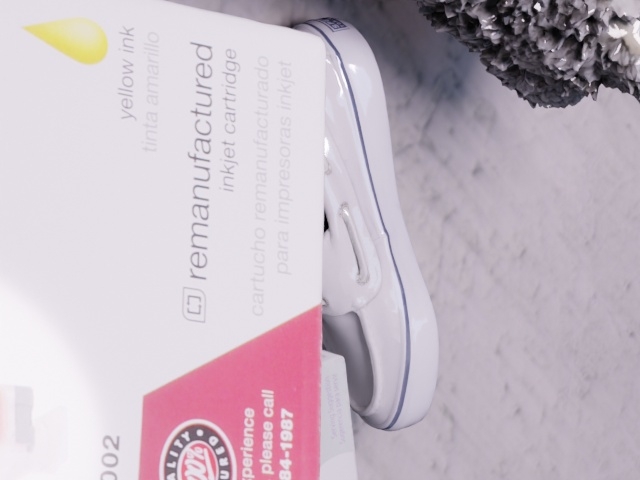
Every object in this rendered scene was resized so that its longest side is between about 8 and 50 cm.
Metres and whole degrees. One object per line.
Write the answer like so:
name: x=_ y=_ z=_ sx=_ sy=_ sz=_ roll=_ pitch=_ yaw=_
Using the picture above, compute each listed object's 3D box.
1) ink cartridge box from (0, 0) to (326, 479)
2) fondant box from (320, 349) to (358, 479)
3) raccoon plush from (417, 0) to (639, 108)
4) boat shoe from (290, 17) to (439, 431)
ink cartridge box: x=-0.200 y=0.024 z=0.841 sx=0.385 sy=0.160 sz=0.279 roll=9 pitch=74 yaw=-29
fondant box: x=-0.124 y=0.215 z=1.098 sx=0.330 sy=0.096 sz=0.238 roll=-21 pitch=114 yaw=-35
raccoon plush: x=0.000 y=-0.148 z=1.059 sx=0.446 sy=0.216 sz=0.299 roll=-22 pitch=110 yaw=-4
boat shoe: x=0.000 y=0.000 z=1.166 sx=0.084 sy=0.095 sz=0.258 roll=-21 pitch=103 yaw=-32
